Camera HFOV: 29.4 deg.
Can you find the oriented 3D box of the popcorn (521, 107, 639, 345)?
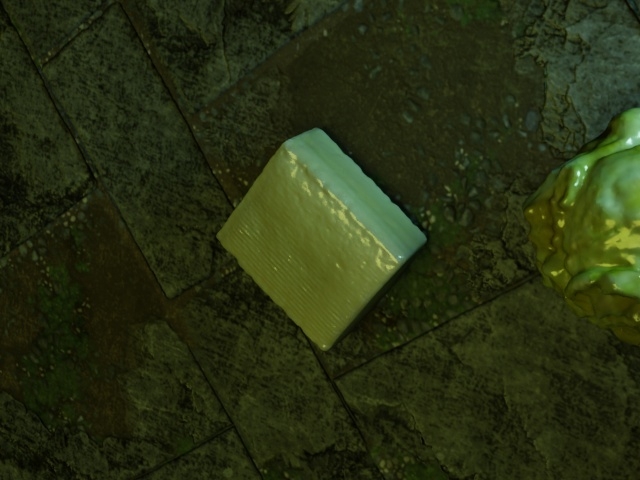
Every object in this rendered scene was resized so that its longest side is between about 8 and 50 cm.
[{"bbox_3d":[0.438,-0.001,1.578,0.312,0.312,0.312,10,109,30],"label":"popcorn"}]

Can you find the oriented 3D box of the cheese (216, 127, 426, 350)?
[{"bbox_3d":[0.000,0.000,1.933,0.265,0.124,0.242,46,127,11],"label":"cheese"}]
